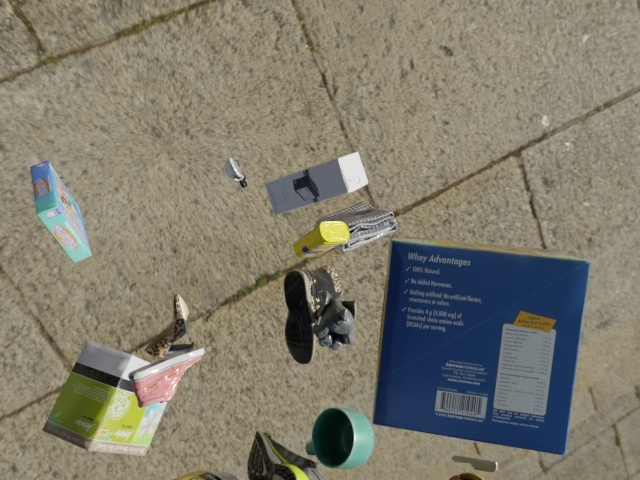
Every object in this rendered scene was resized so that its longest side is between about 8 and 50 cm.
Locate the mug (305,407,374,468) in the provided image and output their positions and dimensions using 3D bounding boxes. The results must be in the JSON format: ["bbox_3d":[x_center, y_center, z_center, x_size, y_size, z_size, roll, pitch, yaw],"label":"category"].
[{"bbox_3d":[0.050,0.455,1.119,0.097,0.158,0.129,24,75,-40],"label":"mug"}]

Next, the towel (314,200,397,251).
[{"bbox_3d":[0.144,-0.063,1.984,0.284,0.235,0.121,-21,108,-23],"label":"towel"}]

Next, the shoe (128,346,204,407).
[{"bbox_3d":[-0.332,0.301,1.070,0.178,0.064,0.081,-16,92,-45],"label":"shoe"}]

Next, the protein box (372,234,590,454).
[{"bbox_3d":[0.170,0.104,0.556,0.200,0.136,0.201,6,94,9],"label":"protein box"}]

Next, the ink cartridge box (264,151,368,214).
[{"bbox_3d":[-0.011,-0.212,1.767,0.308,0.223,0.129,-14,100,26],"label":"ink cartridge box"}]

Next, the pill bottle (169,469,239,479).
[{"bbox_3d":[-0.293,0.606,1.029,0.188,0.334,0.187,-5,76,19],"label":"pill bottle"}]

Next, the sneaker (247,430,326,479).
[{"bbox_3d":[-0.079,0.541,1.126,0.121,0.300,0.111,19,87,-31],"label":"sneaker"}]

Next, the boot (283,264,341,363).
[{"bbox_3d":[-0.024,0.285,1.974,0.284,0.138,0.377,-16,100,-59],"label":"boot"}]

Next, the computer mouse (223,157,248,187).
[{"bbox_3d":[-0.282,-0.225,1.557,0.042,0.193,0.106,-25,90,1],"label":"computer mouse"}]

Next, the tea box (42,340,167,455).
[{"bbox_3d":[-0.742,0.580,1.750,0.220,0.329,0.323,11,68,21],"label":"tea box"}]

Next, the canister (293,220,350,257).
[{"bbox_3d":[0.000,0.000,1.642,0.126,0.170,0.073,-3,71,-39],"label":"canister"}]

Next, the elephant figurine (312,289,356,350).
[{"bbox_3d":[0.047,0.261,1.747,0.186,0.239,0.169,-25,120,17],"label":"elephant figurine"}]

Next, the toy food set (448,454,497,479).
[{"bbox_3d":[0.316,0.582,1.037,0.071,0.128,0.217,1,85,-39],"label":"toy food set"}]

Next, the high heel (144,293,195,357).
[{"bbox_3d":[-0.584,0.325,1.804,0.186,0.093,0.261,-5,112,-4],"label":"high heel"}]

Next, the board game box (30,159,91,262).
[{"bbox_3d":[-0.618,-0.070,1.144,0.047,0.210,0.160,-26,137,-15],"label":"board game box"}]
